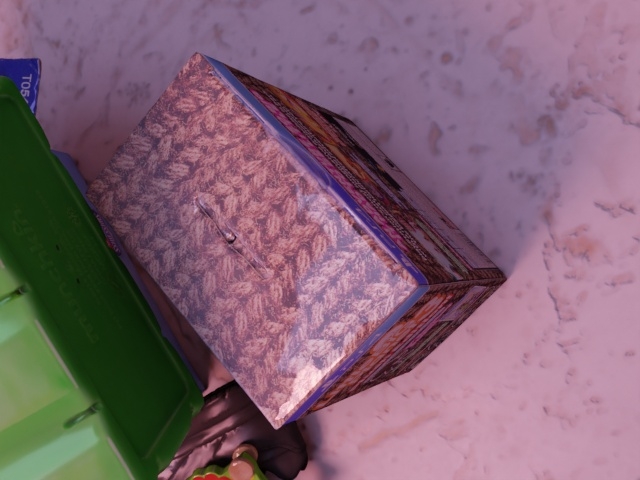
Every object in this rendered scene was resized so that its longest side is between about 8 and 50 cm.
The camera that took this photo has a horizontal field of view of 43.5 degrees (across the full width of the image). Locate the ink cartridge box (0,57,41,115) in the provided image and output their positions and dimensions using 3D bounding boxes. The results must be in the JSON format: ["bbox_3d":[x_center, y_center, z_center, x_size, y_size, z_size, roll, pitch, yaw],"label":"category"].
[{"bbox_3d":[-0.370,-0.067,0.727,0.224,0.045,0.223,4,85,19],"label":"ink cartridge box"}]

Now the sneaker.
[{"bbox_3d":[-0.138,0.250,0.833,0.286,0.109,0.130,-34,84,22],"label":"sneaker"}]

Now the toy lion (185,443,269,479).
[{"bbox_3d":[-0.080,0.250,0.770,0.100,0.034,0.096,42,106,-9],"label":"toy lion"}]

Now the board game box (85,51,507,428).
[{"bbox_3d":[0.000,0.000,0.672,0.141,0.291,0.232,-48,71,15],"label":"board game box"}]

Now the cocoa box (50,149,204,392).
[{"bbox_3d":[-0.335,0.086,0.849,0.228,0.231,0.347,-38,74,16],"label":"cocoa box"}]

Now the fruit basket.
[{"bbox_3d":[-0.316,0.096,0.567,0.392,0.283,0.392,1,99,3],"label":"fruit basket"}]
